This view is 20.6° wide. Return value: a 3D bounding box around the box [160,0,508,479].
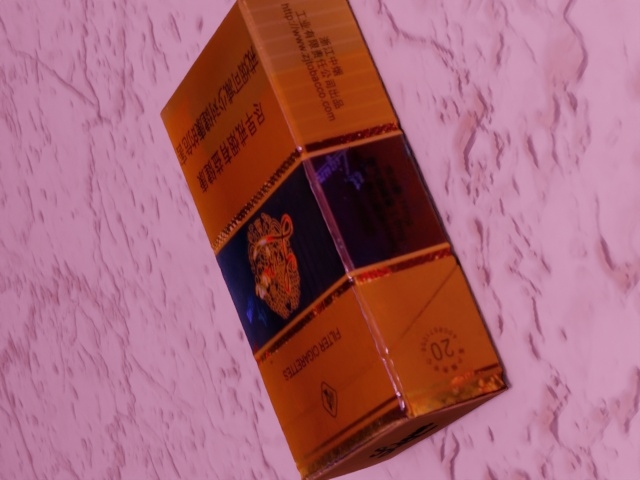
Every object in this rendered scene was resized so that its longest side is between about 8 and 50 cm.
[{"bbox_3d":[-0.001,0.000,0.953,0.237,0.070,0.152,66,152,11],"label":"box"}]
